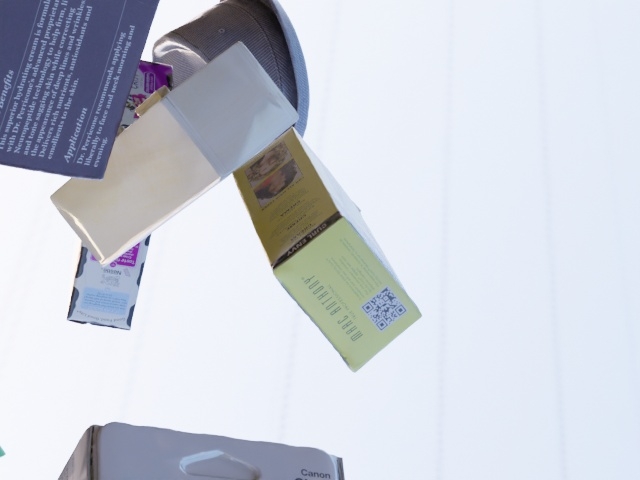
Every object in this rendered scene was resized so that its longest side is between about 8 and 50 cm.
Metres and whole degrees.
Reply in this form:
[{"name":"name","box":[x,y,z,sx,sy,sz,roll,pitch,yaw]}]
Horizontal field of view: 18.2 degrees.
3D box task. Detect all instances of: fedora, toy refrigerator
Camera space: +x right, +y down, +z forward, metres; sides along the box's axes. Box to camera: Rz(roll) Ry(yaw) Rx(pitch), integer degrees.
[{"name":"fedora","box":[-0.123,-0.195,2.409,0.124,0.244,0.275,-9,-145,-27]},{"name":"toy refrigerator","box":[-0.137,-0.075,1.764,0.102,0.094,0.269,-40,-175,-32]}]

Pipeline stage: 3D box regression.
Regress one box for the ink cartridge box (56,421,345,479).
[{"name":"ink cartridge box","box":[-0.134,0.294,1.687,0.306,0.226,0.131,123,-31,-48]}]

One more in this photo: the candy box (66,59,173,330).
[{"name":"candy box","box":[-0.205,-0.049,2.032,0.159,0.071,0.233,-98,-161,-59]}]

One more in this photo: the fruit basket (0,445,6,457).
[{"name":"fruit basket","box":[-0.570,0.334,2.370,0.283,0.392,0.392,-14,174,-45]}]

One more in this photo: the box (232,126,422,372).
[{"name":"box","box":[0.000,0.000,1.277,0.058,0.087,0.232,-38,-163,3]}]

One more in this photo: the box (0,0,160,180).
[{"name":"box","box":[-0.268,-0.160,1.577,0.167,0.203,0.168,27,-79,40]}]
